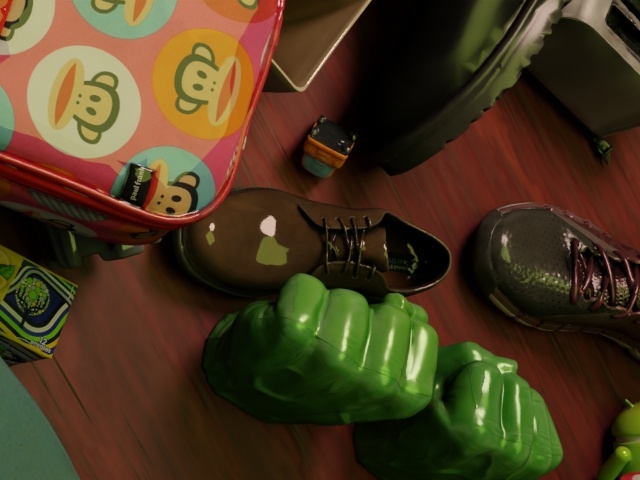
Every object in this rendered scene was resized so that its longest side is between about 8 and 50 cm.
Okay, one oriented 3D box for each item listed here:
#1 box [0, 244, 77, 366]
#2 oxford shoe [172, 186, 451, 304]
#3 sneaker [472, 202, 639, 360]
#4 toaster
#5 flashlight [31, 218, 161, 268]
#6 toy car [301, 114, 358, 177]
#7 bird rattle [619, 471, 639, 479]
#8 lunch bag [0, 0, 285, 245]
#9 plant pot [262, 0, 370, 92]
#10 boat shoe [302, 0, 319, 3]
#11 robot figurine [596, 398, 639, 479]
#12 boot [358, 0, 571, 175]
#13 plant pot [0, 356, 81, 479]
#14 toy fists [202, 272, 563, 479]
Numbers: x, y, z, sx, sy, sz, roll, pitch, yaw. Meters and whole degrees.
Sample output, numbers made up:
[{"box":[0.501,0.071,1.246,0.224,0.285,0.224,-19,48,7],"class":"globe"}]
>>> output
[{"box":[-0.240,0.019,0.996,0.169,0.059,0.054,30,63,-31],"class":"box"},{"box":[0.000,0.000,1.164,0.227,0.096,0.082,4,82,-36],"class":"oxford shoe"},{"box":[0.270,0.029,1.325,0.281,0.162,0.106,19,72,-35],"class":"sneaker"},{"box":[0.252,-0.192,1.381,0.186,0.110,0.168,40,62,-27],"class":"toaster"},{"box":[-0.183,-0.135,1.047,0.103,0.103,0.304,-34,112,-71],"class":"flashlight"},{"box":[-0.031,-0.079,1.202,0.122,0.060,0.040,20,115,-17],"class":"toy car"},{"box":[0.226,0.309,1.260,0.207,0.143,0.253,2,89,-9],"class":"bird rattle"},{"box":[-0.151,-0.163,0.942,0.258,0.120,0.293,21,74,-21],"class":"lunch bag"},{"box":[-0.049,-0.170,1.151,0.109,0.096,0.109,48,58,-22],"class":"plant pot"},{"box":[-0.044,-0.280,1.185,0.070,0.078,0.219,-42,106,-34],"class":"boat shoe"},{"box":[0.285,0.188,1.372,0.101,0.067,0.115,-6,86,-34],"class":"robot figurine"},{"box":[0.072,-0.251,1.229,0.260,0.131,0.348,37,84,-9],"class":"boot"},{"box":[-0.242,0.151,0.913,0.234,0.165,0.165,54,55,-28],"class":"plant pot"},{"box":[0.057,0.107,1.160,0.279,0.142,0.096,32,65,-31],"class":"toy fists"}]
